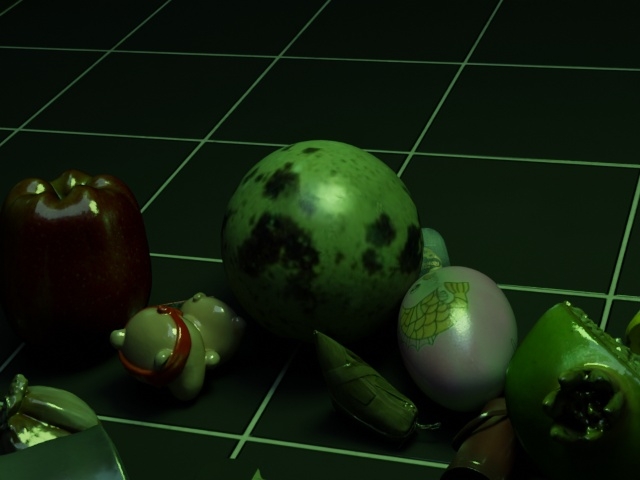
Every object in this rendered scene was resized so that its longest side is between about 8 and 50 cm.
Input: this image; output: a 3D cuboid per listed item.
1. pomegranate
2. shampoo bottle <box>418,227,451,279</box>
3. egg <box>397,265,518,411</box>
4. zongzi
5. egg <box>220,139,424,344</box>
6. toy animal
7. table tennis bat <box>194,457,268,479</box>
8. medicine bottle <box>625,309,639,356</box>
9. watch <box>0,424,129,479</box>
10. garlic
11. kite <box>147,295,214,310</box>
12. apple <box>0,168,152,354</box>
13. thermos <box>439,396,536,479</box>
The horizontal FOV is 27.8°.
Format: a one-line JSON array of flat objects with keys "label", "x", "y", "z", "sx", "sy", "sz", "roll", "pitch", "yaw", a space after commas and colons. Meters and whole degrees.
[{"label": "pomegranate", "x": 0.369, "y": 0.248, "z": 1.763, "sx": 0.310, "sy": 0.216, "sz": 0.358, "roll": 46, "pitch": 18, "yaw": 22}, {"label": "shampoo bottle", "x": 0.196, "y": 0.054, "z": 2.365, "sx": 0.087, "sy": 0.049, "sz": 0.234, "roll": -8, "pitch": 30, "yaw": 2}, {"label": "egg", "x": 0.222, "y": 0.157, "z": 2.045, "sx": 0.196, "sy": 0.196, "sz": 0.271, "roll": -13, "pitch": 35, "yaw": -10}, {"label": "zongzi", "x": 0.076, "y": 0.224, "z": 1.971, "sx": 0.189, "sy": 0.178, "sz": 0.081, "roll": 24, "pitch": 60, "yaw": 41}, {"label": "egg", "x": 0.000, "y": 0.000, "z": 2.213, "sx": 0.345, "sy": 0.345, "sz": 0.428, "roll": -10, "pitch": 15, "yaw": -6}, {"label": "toy animal", "x": -0.236, "y": 0.175, "z": 2.152, "sx": 0.197, "sy": 0.171, "sz": 0.171, "roll": -21, "pitch": 32, "yaw": -37}, {"label": "table tennis bat", "x": -0.116, "y": 0.361, "z": 1.937, "sx": 0.156, "sy": 0.013, "sz": 0.087, "roll": 6, "pitch": 32, "yaw": 22}, {"label": "medicine bottle", "x": 0.590, "y": 0.123, "z": 2.096, "sx": 0.121, "sy": 0.122, "sz": 0.212, "roll": 15, "pitch": 36, "yaw": 33}, {"label": "watch", "x": -0.287, "y": 0.409, "z": 1.576, "sx": 0.314, "sy": 0.327, "sz": 0.335, "roll": -16, "pitch": 32, "yaw": -16}, {"label": "garlic", "x": -0.430, "y": 0.320, "z": 1.933, "sx": 0.214, "sy": 0.191, "sz": 0.160, "roll": -38, "pitch": 26, "yaw": 39}, {"label": "kite", "x": -0.270, "y": 0.142, "z": 2.348, "sx": 0.159, "sy": 0.010, "sz": 0.190, "roll": 14, "pitch": 37, "yaw": 31}, {"label": "apple", "x": -0.436, "y": 0.042, "z": 2.279, "sx": 0.288, "sy": 0.317, "sz": 0.288, "roll": 0, "pitch": 15, "yaw": 0}, {"label": "thermos", "x": 0.262, "y": 0.302, "z": 1.890, "sx": 0.124, "sy": 0.099, "sz": 0.232, "roll": 39, "pitch": 40, "yaw": 5}]
